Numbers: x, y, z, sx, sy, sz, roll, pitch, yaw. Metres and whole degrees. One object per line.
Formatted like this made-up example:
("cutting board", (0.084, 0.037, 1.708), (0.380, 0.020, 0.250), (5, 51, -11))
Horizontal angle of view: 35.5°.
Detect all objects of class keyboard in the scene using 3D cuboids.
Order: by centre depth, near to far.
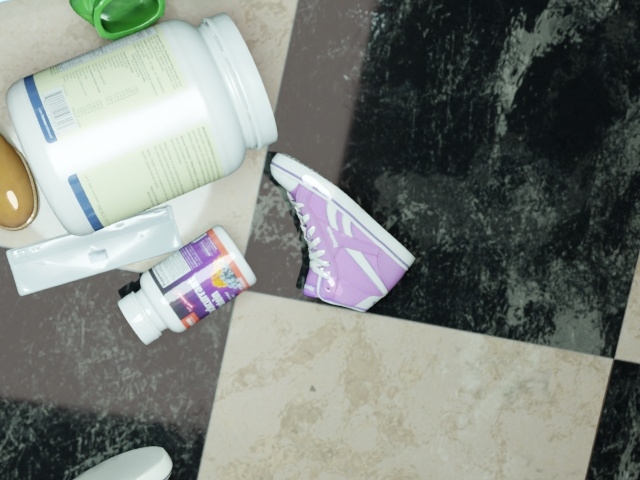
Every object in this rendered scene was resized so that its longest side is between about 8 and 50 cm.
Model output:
("keyboard", (-0.342, 0.015, 1.526), (0.255, 0.014, 0.072), (-16, 104, -9))

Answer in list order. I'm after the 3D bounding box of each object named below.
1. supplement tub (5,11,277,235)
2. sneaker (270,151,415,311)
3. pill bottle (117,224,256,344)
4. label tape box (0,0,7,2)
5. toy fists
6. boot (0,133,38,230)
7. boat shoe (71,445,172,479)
("supplement tub", (-0.247, -0.168, 1.408), (0.324, 0.235, 0.236), (-24, 100, -8))
("sneaker", (0.000, 0.000, 1.549), (0.282, 0.102, 0.161), (42, 90, -13))
("pill bottle", (-0.203, 0.071, 1.509), (0.193, 0.108, 0.108), (-34, 102, -6))
("label tape box", (-0.532, -0.484, 1.380), (0.249, 0.115, 0.348), (-18, 102, -9))
("toy fists", (-0.234, -0.402, 1.430), (0.279, 0.142, 0.096), (-31, 139, -6))
("boot", (-0.483, -0.134, 1.371), (0.109, 0.220, 0.284), (-21, 100, -9))
("boat shoe", (-0.351, 0.456, 1.527), (0.340, 0.127, 0.158), (-29, 108, 1))
